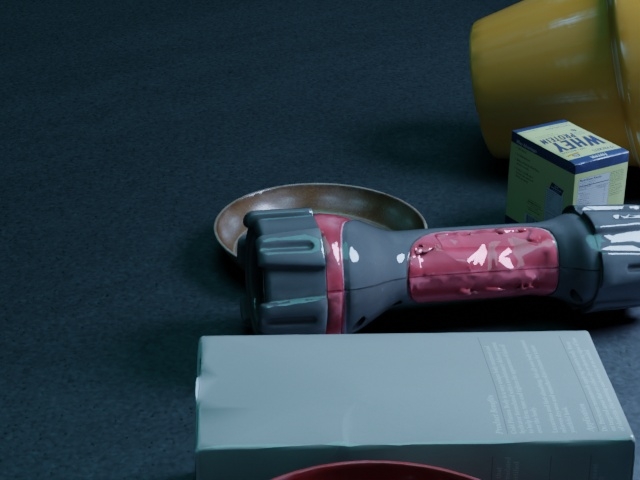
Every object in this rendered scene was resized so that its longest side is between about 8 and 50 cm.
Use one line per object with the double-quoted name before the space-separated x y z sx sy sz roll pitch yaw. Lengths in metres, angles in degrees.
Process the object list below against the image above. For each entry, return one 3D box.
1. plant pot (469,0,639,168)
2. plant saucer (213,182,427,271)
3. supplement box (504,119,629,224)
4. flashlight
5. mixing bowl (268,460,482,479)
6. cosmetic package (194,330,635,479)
"plant pot" 0.238 -0.150 1.304 0.188 0.205 0.205 -8 23 17
"plant saucer" 0.000 0.000 1.154 0.168 0.029 0.168 0 25 0
"supplement box" 0.198 -0.042 1.183 0.056 0.083 0.083 -14 30 -28
"flashlight" 0.097 0.021 1.037 0.304 0.103 0.103 -3 57 -11
"mixing bowl" 0.027 0.192 0.677 0.181 0.098 0.181 1 26 -1
"cosmetic package" 0.046 0.120 0.827 0.238 0.107 0.127 -2 26 0
